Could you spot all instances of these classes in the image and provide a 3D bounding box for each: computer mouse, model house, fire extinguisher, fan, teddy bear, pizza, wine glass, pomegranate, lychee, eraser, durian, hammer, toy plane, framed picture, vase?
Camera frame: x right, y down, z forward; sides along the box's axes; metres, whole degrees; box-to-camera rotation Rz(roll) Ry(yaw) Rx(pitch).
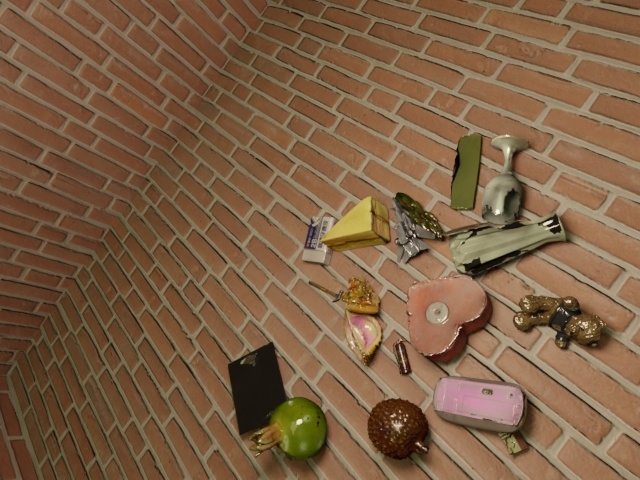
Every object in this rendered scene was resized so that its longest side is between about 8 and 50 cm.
[{"bbox_3d":[0.513,0.525,1.465,0.311,0.072,0.158,-7,56,43],"label":"computer mouse"},{"bbox_3d":[0.598,0.616,1.406,0.058,0.057,0.083,-36,55,21],"label":"model house"},{"bbox_3d":[0.302,0.426,1.672,0.056,0.039,0.132,-19,63,14],"label":"fire extinguisher"},{"bbox_3d":[0.564,-0.052,1.583,0.310,0.182,0.010,-11,96,54],"label":"fan"},{"bbox_3d":[0.752,0.239,1.418,0.252,0.181,0.129,22,48,37],"label":"teddy bear"},{"bbox_3d":[0.167,0.208,1.771,0.147,0.226,0.069,17,121,5],"label":"pizza"},{"bbox_3d":[0.667,-0.219,1.636,0.144,0.143,0.320,3,76,32],"label":"wine glass"},{"bbox_3d":[-0.120,0.704,1.668,0.236,0.302,0.235,-14,73,53],"label":"pomegranate"},{"bbox_3d":[0.266,0.637,1.522,0.238,0.200,0.200,27,87,49],"label":"lychee"},{"bbox_3d":[0.000,0.000,2.002,0.125,0.068,0.209,6,76,32],"label":"eraser"},{"bbox_3d":[0.151,0.364,1.732,0.182,0.132,0.165,34,99,32],"label":"durian"},{"bbox_3d":[0.016,0.214,1.942,0.182,0.017,0.062,21,84,37],"label":"hammer"},{"bbox_3d":[0.325,-0.058,1.774,0.212,0.088,0.267,-41,65,44],"label":"toy plane"},{"bbox_3d":[-0.272,0.623,1.921,0.244,0.013,0.323,-29,51,11],"label":"framed picture"},{"bbox_3d":[0.638,0.009,1.560,0.361,0.165,0.164,-19,63,20],"label":"vase"}]

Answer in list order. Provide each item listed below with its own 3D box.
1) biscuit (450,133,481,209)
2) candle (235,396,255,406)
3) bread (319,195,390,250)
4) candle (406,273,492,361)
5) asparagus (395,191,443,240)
[{"bbox_3d":[0.572,-0.269,1.771,0.099,0.038,0.322,3,73,29],"label":"biscuit"},{"bbox_3d":[-0.303,0.697,1.933,0.131,0.052,0.051,-1,72,31],"label":"candle"},{"bbox_3d":[0.140,-0.067,1.880,0.264,0.168,0.162,-11,65,29],"label":"bread"},{"bbox_3d":[0.428,0.262,1.608,0.317,0.131,0.287,-50,47,-6],"label":"candle"},{"bbox_3d":[0.400,-0.095,1.790,0.080,0.080,0.287,-43,50,11],"label":"asparagus"}]
